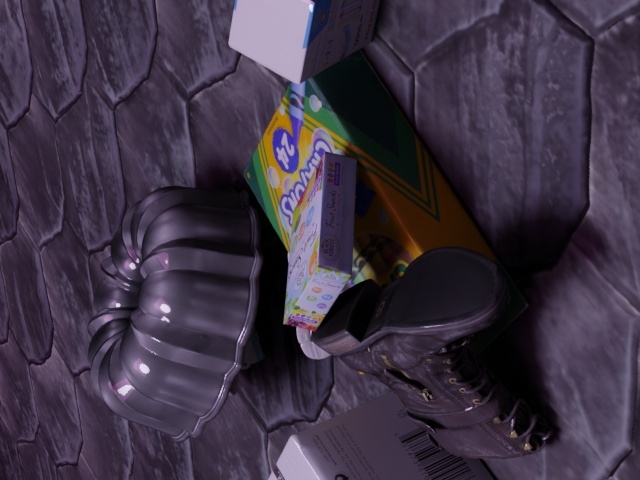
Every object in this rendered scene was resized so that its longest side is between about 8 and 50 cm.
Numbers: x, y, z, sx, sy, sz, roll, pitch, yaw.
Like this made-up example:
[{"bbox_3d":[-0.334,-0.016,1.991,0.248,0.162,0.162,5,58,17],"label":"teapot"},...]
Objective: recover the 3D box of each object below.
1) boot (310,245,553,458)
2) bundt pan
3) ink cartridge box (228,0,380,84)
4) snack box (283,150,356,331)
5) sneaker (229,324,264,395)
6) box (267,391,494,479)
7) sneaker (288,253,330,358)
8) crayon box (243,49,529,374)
[{"bbox_3d":[0.137,0.120,1.077,0.229,0.091,0.263,42,150,-20],"label":"boot"},{"bbox_3d":[-0.197,0.077,1.443,0.331,0.124,0.330,-42,40,49],"label":"bundt pan"},{"bbox_3d":[-0.006,-0.231,1.128,0.090,0.143,0.092,32,134,22],"label":"ink cartridge box"},{"bbox_3d":[0.000,0.000,1.100,0.100,0.037,0.141,118,161,-49],"label":"snack box"},{"bbox_3d":[-0.109,0.120,1.530,0.094,0.080,0.212,34,130,11],"label":"sneaker"},{"bbox_3d":[0.070,0.272,1.221,0.181,0.182,0.119,54,143,25],"label":"box"},{"bbox_3d":[-0.006,0.061,1.362,0.065,0.061,0.158,-118,21,-70],"label":"sneaker"},{"bbox_3d":[0.053,-0.008,1.196,0.323,0.083,0.203,58,146,19],"label":"crayon box"}]
